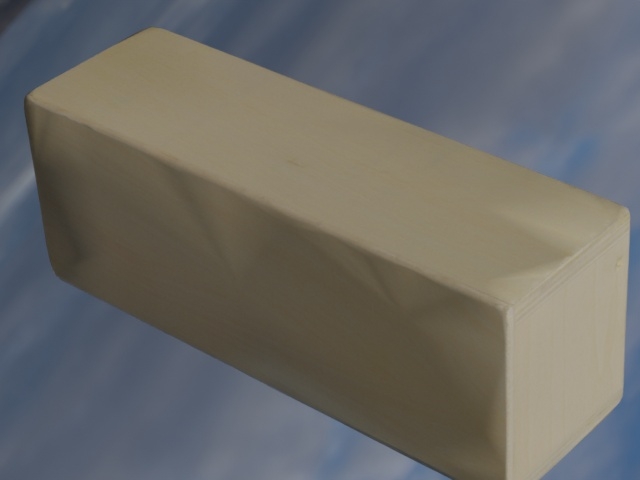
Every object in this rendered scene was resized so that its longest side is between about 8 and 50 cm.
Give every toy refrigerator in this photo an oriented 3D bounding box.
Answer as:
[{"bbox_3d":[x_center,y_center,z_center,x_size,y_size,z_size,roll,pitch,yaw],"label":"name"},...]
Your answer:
[{"bbox_3d":[0.000,0.000,0.817,0.269,0.102,0.094,23,-137,34],"label":"toy refrigerator"}]
